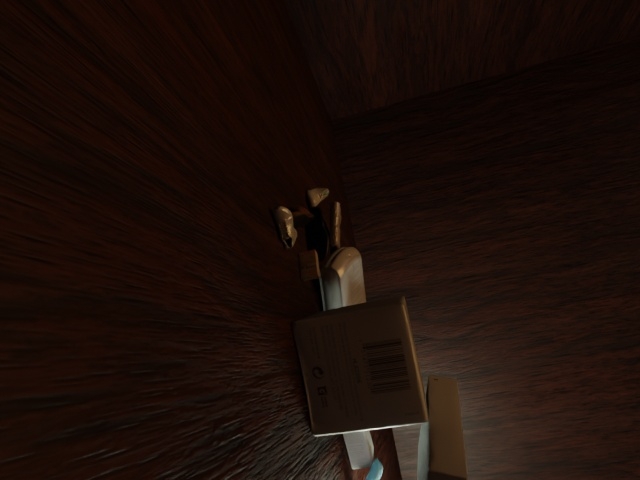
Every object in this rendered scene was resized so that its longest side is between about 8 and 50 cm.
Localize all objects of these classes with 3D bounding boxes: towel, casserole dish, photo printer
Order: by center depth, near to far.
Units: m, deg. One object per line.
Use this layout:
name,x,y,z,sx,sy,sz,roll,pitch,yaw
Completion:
casserole dish,0.176,0.866,1.487,0.188,0.037,0.114,-48,147,-40
photo printer,0.093,0.187,1.692,0.256,0.107,0.307,-37,123,-58
towel,0.065,-0.037,1.795,0.282,0.049,0.187,78,12,-78

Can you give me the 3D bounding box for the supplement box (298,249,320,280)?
supplement box,-0.039,0.086,1.459,0.036,0.062,0.098,62,17,-59

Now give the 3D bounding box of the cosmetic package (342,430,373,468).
cosmetic package,0.132,0.710,1.568,0.117,0.086,0.231,-44,119,-78

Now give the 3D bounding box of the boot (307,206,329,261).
boot,0.002,-0.001,1.740,0.178,0.085,0.236,63,19,-65

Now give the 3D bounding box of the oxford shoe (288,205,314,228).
oxford shoe,-0.087,-0.085,1.449,0.076,0.076,0.212,48,11,5

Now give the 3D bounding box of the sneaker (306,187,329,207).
sneaker,-0.006,-0.208,1.919,0.212,0.094,0.080,-76,153,-68

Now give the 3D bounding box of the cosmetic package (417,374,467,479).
cosmetic package,0.329,0.608,1.171,0.377,0.098,0.284,-53,145,-67

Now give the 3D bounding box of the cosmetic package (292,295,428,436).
cosmetic package,0.140,0.371,1.333,0.394,0.328,0.329,23,56,-77

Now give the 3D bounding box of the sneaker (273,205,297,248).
sneaker,-0.105,-0.039,1.279,0.061,0.054,0.152,-88,163,-47
